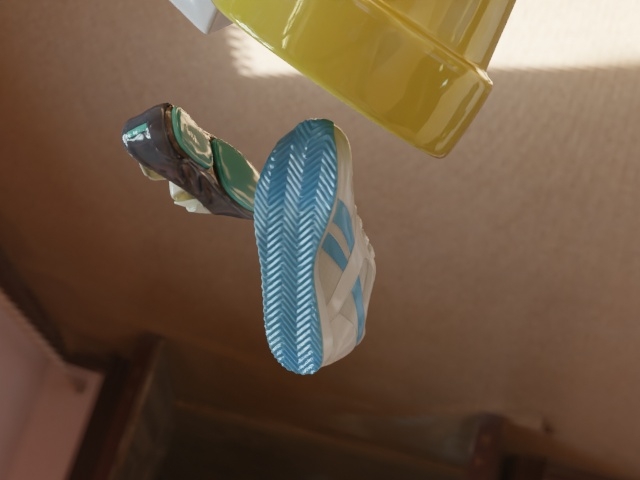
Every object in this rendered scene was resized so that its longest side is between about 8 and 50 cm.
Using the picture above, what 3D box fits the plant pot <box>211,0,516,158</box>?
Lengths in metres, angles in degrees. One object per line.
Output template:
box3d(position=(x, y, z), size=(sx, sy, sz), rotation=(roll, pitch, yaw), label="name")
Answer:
box3d(position=(0.071, -0.237, 1.327), size=(0.254, 0.239, 0.254), rotation=(33, -170, -6), label="plant pot")

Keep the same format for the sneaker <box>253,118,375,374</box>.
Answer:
box3d(position=(0.000, 0.000, 1.371), size=(0.087, 0.229, 0.092), rotation=(15, -158, 34), label="sneaker")

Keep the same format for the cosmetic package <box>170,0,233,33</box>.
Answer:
box3d(position=(-0.040, -0.483, 1.803), size=(0.161, 0.230, 0.453), rotation=(45, 133, 14), label="cosmetic package")

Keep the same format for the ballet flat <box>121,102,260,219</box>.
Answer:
box3d(position=(-0.116, -0.066, 1.378), size=(0.074, 0.074, 0.203), rotation=(6, 164, 26), label="ballet flat")
